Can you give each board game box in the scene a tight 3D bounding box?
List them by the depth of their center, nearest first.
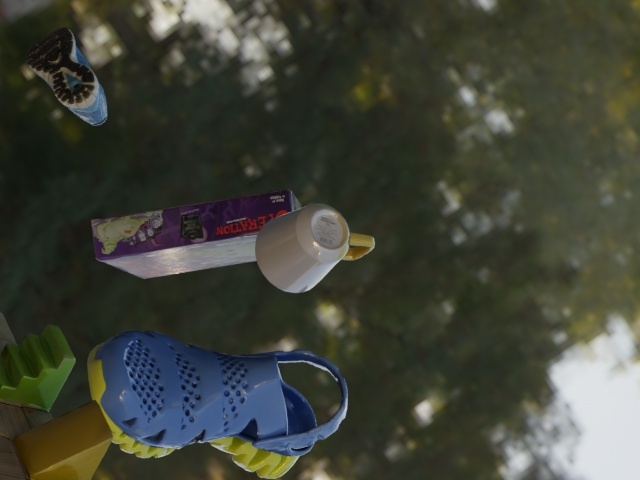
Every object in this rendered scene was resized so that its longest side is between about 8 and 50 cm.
[{"bbox_3d":[-0.119,-0.003,2.113,0.208,0.056,0.347,-5,176,3],"label":"board game box"}]

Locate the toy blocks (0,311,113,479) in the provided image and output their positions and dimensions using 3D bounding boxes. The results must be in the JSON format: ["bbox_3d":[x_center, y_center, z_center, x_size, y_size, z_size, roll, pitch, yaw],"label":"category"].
[{"bbox_3d":[-0.329,0.137,1.409,0.191,0.261,0.381,-60,-145,18],"label":"toy blocks"}]

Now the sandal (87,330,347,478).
[{"bbox_3d":[-0.090,0.142,1.857,0.138,0.126,0.317,-26,155,33],"label":"sandal"}]

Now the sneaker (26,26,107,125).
[{"bbox_3d":[-0.293,-0.186,2.279,0.063,0.073,0.162,-31,-135,-1],"label":"sneaker"}]

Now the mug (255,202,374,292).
[{"bbox_3d":[-0.003,-0.002,1.493,0.078,0.062,0.064,-32,179,-34],"label":"mug"}]
